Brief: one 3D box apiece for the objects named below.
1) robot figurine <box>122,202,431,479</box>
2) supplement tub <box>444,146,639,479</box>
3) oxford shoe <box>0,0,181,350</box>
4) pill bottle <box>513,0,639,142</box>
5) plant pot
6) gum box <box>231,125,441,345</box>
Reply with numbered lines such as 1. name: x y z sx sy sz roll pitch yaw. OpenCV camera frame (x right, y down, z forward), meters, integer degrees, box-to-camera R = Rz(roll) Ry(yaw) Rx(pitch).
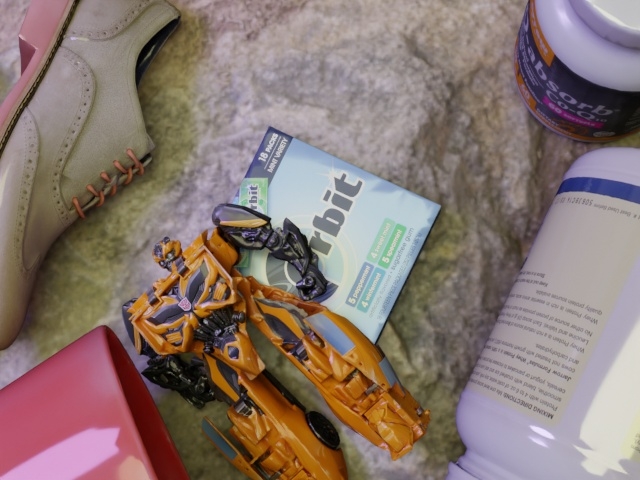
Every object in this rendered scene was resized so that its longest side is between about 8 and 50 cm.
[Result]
1. robot figurine: -0.050 0.108 0.965 0.291 0.085 0.211 45 107 1
2. supplement tub: 0.256 0.111 0.888 0.235 0.235 0.325 26 85 8
3. oxford shoe: -0.236 -0.076 0.996 0.146 0.140 0.397 16 78 -9
4. pill bottle: 0.256 -0.190 0.908 0.162 0.278 0.162 -1 81 5
5. plant pot: -0.233 0.241 0.882 0.243 0.275 0.275 -25 81 -6
6. gum box: 0.000 0.000 1.023 0.184 0.041 0.157 25 86 7
